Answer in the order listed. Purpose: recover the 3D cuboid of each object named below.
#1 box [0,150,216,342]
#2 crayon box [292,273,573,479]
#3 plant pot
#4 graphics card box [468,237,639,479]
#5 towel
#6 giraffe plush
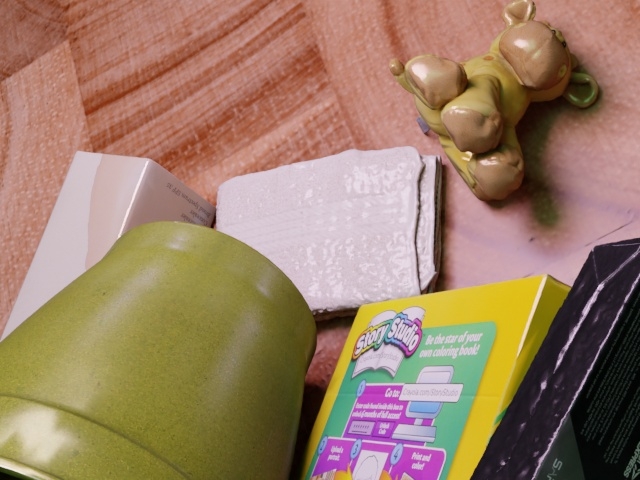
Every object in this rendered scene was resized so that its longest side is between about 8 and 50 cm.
[{"bbox_3d":[-0.249,0.070,1.409,0.121,0.148,0.311,8,73,34],"label":"box"},{"bbox_3d":[0.089,0.201,1.049,0.313,0.106,0.363,-68,17,-14],"label":"crayon box"},{"bbox_3d":[-0.172,0.180,1.179,0.366,0.366,0.353,-2,41,30],"label":"plant pot"},{"bbox_3d":[0.302,0.192,0.886,0.233,0.371,0.094,-59,15,-16],"label":"graphics card box"},{"bbox_3d":[0.000,0.000,1.356,0.282,0.049,0.187,-11,61,26],"label":"towel"},{"bbox_3d":[0.189,-0.157,1.274,0.170,0.181,0.210,-33,19,0],"label":"giraffe plush"}]
